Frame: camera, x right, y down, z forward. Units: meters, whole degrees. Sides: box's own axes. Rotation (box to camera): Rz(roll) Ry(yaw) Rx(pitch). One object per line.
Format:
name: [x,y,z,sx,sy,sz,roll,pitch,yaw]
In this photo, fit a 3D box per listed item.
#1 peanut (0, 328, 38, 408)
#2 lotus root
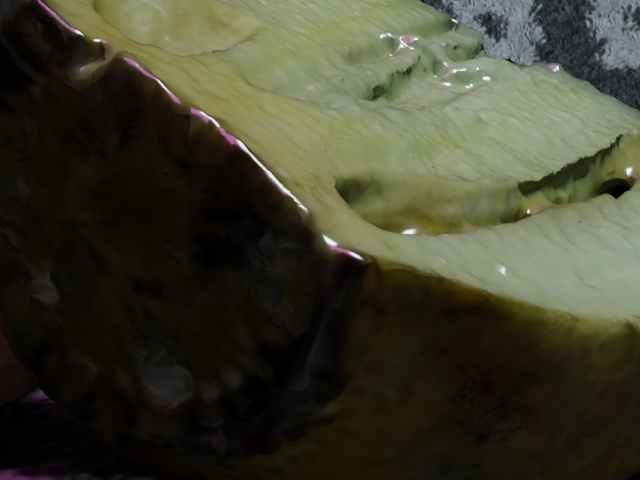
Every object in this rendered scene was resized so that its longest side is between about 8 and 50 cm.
peanut: [-0.185,0.013,0.575,0.197,0.110,0.233,-4,8,-4]
lotus root: [0.006,0.009,0.459,0.267,0.149,0.260,28,22,11]
